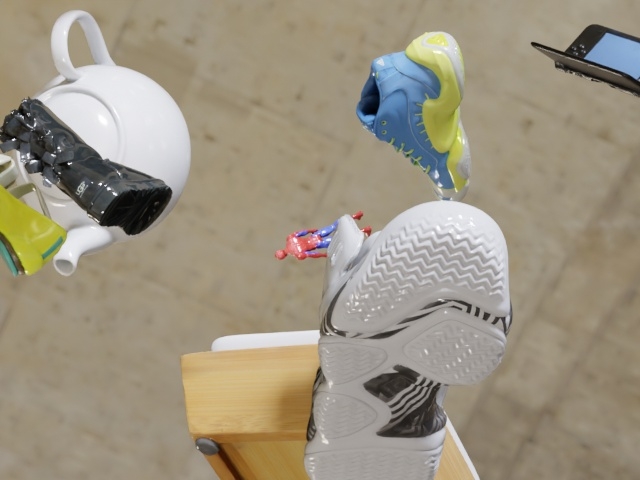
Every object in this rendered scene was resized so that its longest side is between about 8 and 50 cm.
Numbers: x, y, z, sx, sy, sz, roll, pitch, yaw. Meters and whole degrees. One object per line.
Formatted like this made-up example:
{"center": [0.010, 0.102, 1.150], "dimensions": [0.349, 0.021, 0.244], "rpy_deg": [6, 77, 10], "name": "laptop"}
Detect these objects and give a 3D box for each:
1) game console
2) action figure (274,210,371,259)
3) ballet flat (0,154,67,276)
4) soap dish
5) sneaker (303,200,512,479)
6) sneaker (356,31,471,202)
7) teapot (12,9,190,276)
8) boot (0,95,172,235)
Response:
{"center": [0.298, -0.196, 1.899], "dimensions": [0.107, 0.122, 0.071], "rpy_deg": [-47, -38, -25], "name": "game console"}
{"center": [0.000, 0.000, 2.083], "dimensions": [0.038, 0.115, 0.030], "rpy_deg": [64, 156, 17], "name": "action figure"}
{"center": [-0.334, -0.046, 1.888], "dimensions": [0.077, 0.231, 0.077], "rpy_deg": [-35, -40, -15], "name": "ballet flat"}
{"center": [0.015, 0.213, 1.765], "dimensions": [0.291, 0.229, 0.118], "rpy_deg": [61, -145, -40], "name": "soap dish"}
{"center": [0.064, 0.041, 1.466], "dimensions": [0.366, 0.137, 0.210], "rpy_deg": [105, 172, -52], "name": "sneaker"}
{"center": [0.103, -0.134, 2.117], "dimensions": [0.091, 0.126, 0.240], "rpy_deg": [-107, 7, -50], "name": "sneaker"}
{"center": [-0.299, -0.121, 2.354], "dimensions": [0.252, 0.256, 0.187], "rpy_deg": [-48, -19, 8], "name": "teapot"}
{"center": [-0.161, -0.050, 1.248], "dimensions": [0.045, 0.099, 0.121], "rpy_deg": [-52, -14, 9], "name": "boot"}
